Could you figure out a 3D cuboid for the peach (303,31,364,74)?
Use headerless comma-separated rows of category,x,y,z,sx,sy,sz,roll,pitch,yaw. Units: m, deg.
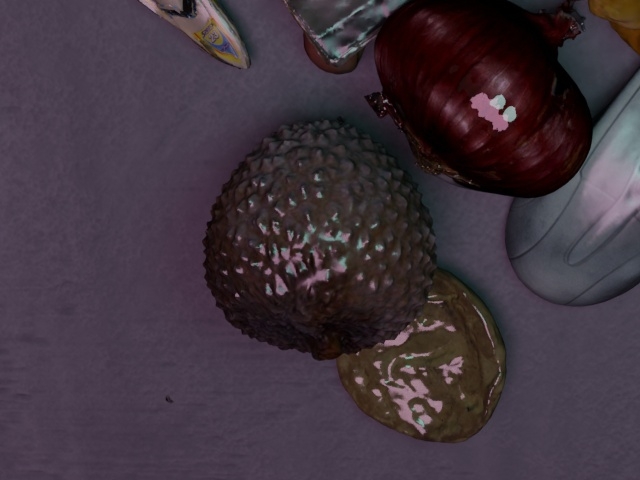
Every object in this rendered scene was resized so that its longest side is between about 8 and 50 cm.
peach,0.017,-0.238,1.931,0.083,0.083,0.083,5,113,11

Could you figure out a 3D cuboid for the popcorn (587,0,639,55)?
popcorn,0.390,-0.332,1.718,0.297,0.281,0.316,4,132,-21

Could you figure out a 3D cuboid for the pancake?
pancake,0.127,0.146,2.071,0.241,0.050,0.242,6,104,23

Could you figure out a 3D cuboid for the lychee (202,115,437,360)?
lychee,-0.003,0.004,1.933,0.300,0.300,0.300,5,113,11

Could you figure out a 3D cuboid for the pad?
pad,0.057,-0.330,1.871,0.233,0.022,0.174,-34,91,5

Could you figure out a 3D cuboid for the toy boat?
toy boat,-0.158,-0.285,1.962,0.210,0.066,0.084,45,116,-8

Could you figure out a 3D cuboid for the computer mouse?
computer mouse,0.363,-0.060,1.905,0.188,0.122,0.371,38,112,-4

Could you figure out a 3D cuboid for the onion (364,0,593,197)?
onion,0.205,-0.187,1.819,0.285,0.273,0.273,-45,97,2
